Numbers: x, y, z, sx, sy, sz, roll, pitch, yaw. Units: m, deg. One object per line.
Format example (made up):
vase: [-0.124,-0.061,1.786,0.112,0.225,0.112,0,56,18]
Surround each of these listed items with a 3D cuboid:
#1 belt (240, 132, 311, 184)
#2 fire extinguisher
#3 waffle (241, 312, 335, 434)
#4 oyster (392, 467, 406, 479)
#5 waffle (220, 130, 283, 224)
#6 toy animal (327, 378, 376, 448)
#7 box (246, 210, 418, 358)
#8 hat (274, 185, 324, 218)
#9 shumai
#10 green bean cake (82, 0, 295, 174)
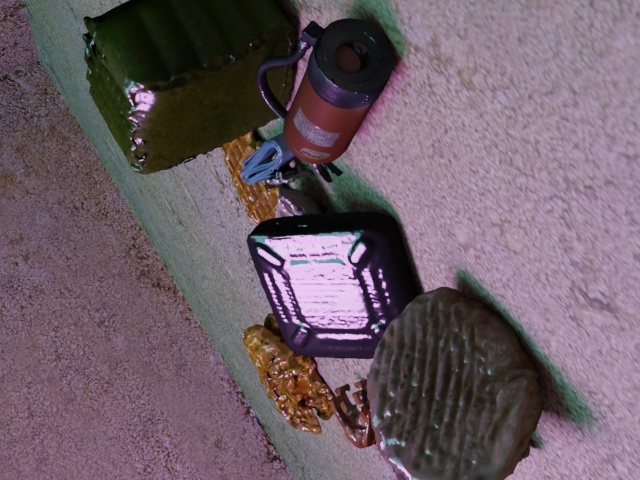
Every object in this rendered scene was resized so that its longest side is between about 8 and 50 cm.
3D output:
belt: [-0.095,-0.142,1.933,0.179,0.065,0.100,-26,89,60]
fire extinguisher: [-0.001,-0.227,1.505,0.200,0.113,0.376,65,163,12]
waffle: [-0.081,0.331,2.538,0.261,0.151,0.324,36,148,48]
oyster: [0.253,0.483,1.935,0.396,0.110,0.204,54,144,28]
waffle: [-0.133,-0.118,2.131,0.281,0.058,0.301,19,134,64]
toy animal: [0.092,0.390,2.149,0.312,0.097,0.158,-8,-107,-86]
box: [0.029,0.087,1.737,0.289,0.073,0.289,-2,120,30]
hat: [0.000,0.000,1.916,0.225,0.164,0.220,18,136,5]
shumai: [0.230,0.244,1.530,0.262,0.266,0.314,34,-134,-58]
green bean cake: [-0.221,-0.296,1.686,0.218,0.319,0.335,60,159,15]
